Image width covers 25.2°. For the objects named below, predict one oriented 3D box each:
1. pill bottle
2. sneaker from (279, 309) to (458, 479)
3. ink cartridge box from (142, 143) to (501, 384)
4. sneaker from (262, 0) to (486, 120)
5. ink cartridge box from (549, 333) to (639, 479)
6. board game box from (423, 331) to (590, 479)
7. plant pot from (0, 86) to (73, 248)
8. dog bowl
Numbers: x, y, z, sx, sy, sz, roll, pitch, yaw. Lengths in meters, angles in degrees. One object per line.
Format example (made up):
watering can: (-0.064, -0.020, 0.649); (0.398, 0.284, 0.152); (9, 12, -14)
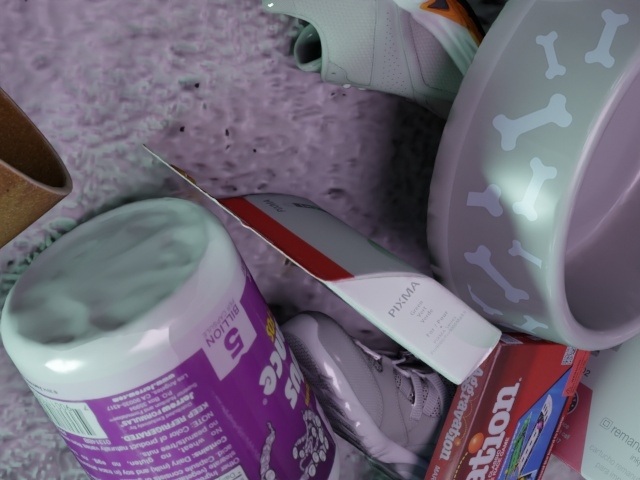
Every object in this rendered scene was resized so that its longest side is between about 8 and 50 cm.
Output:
pill bottle: (-0.085, 0.132, 1.016); (0.169, 0.169, 0.301); (-35, 124, -14)
sneaker: (0.058, 0.118, 1.149); (0.115, 0.105, 0.281); (-53, 138, -8)
ink cartridge box: (0.000, 0.000, 1.003); (0.224, 0.181, 0.056); (40, 87, -34)
sneaker: (0.050, -0.143, 1.041); (0.121, 0.099, 0.262); (-30, 135, 15)
ink cartridge box: (0.326, 0.100, 1.221); (0.117, 0.207, 0.283); (34, 90, -38)
board game box: (0.130, 0.208, 1.169); (0.145, 0.027, 0.281); (5, 108, -49)
plant pot: (-0.312, -0.020, 0.795); (0.254, 0.237, 0.237); (-45, 126, 3)
dog bowl: (0.232, -0.072, 1.090); (0.349, 0.102, 0.349); (-32, 138, -34)
